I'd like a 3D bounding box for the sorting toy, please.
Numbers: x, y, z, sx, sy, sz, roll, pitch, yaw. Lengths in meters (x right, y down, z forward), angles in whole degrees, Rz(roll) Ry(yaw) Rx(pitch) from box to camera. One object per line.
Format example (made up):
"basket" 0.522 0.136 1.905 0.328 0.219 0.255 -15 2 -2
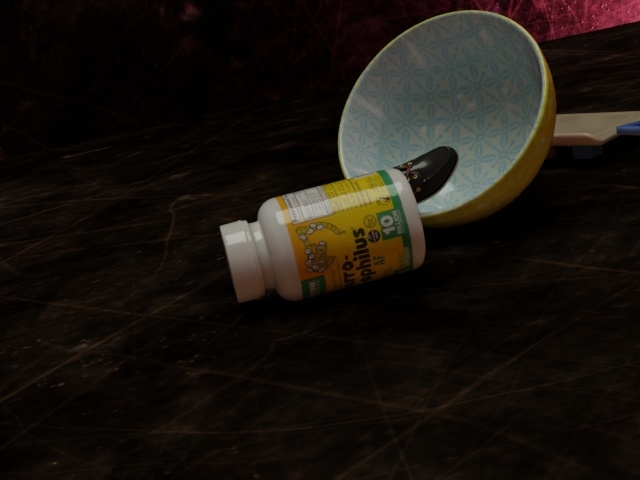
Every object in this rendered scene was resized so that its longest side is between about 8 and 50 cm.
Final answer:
"sorting toy" 0.378 -0.153 1.469 0.196 0.047 0.347 -20 17 -40

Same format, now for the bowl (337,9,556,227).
"bowl" 0.183 -0.132 1.271 0.289 0.290 0.156 -1 -22 37

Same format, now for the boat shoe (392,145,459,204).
"boat shoe" 0.104 -0.068 1.167 0.133 0.042 0.049 -36 52 15

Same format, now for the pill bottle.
"pill bottle" 0.000 0.000 1.089 0.208 0.118 0.117 -14 16 -7
